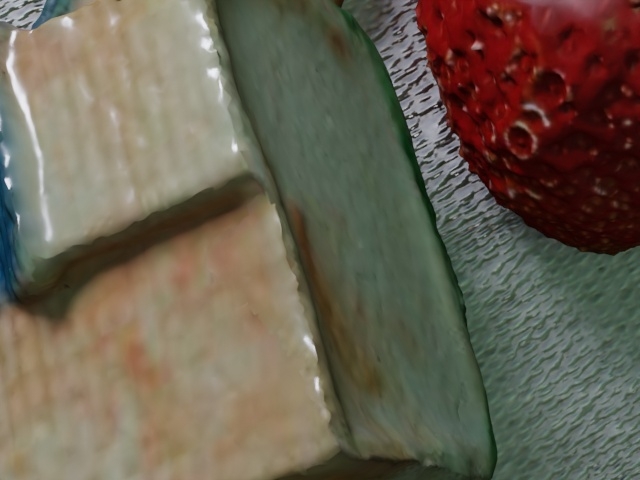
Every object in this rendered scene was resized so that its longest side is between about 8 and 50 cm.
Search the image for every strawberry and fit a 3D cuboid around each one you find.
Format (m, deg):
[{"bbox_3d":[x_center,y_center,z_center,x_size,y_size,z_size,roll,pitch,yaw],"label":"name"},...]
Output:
[{"bbox_3d":[0.187,-0.115,0.903,0.257,0.257,0.276,-19,127,-17],"label":"strawberry"}]

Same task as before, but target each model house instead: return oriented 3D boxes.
[{"bbox_3d":[-0.100,0.028,0.805,0.280,0.245,0.312,-23,71,23],"label":"model house"}]

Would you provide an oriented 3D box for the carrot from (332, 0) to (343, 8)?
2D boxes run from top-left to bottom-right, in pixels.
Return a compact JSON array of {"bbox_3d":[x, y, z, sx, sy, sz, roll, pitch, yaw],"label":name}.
[{"bbox_3d":[-0.002,-0.238,0.918,0.072,0.072,0.205,-11,100,-18],"label":"carrot"}]
